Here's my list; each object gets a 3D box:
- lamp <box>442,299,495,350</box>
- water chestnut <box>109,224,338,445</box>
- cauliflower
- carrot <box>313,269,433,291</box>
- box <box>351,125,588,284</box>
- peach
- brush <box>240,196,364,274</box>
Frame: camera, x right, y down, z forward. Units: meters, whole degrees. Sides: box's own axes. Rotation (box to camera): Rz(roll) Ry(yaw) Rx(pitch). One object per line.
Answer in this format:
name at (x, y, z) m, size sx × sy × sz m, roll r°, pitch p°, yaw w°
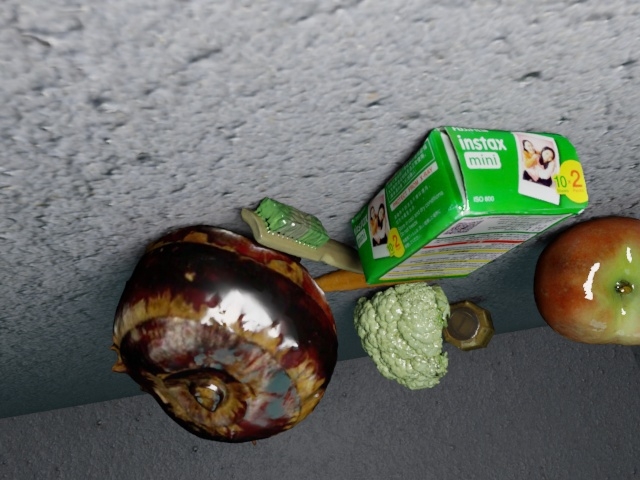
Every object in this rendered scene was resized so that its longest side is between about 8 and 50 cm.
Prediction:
lamp at (0.465, 0.271, 1.487) m, size 0.161 × 0.161 × 0.185 m, roll -20°, pitch 158°, yaw 25°
water chestnut at (-0.112, 0.103, 0.630) m, size 0.300 × 0.300 × 0.300 m, roll -9°, pitch 161°, yaw -3°
cauliflower at (0.221, 0.207, 1.109) m, size 0.250 × 0.272 × 0.275 m, roll -35°, pitch -173°, yaw -25°
carrot at (0.106, 0.059, 0.843) m, size 0.336 × 0.069 × 0.069 m, roll -17°, pitch 160°, yaw 27°
box at (0.160, -0.030, 0.564) m, size 0.180 × 0.103 × 0.250 m, roll -2°, pitch 158°, yaw -22°
peach at (0.517, 0.072, 0.846) m, size 0.252 × 0.252 × 0.252 m, roll -9°, pitch 161°, yaw -3°
brush at (0.000, 0.000, 0.640) m, size 0.048 × 0.054 × 0.282 m, roll -39°, pitch 152°, yaw 17°
